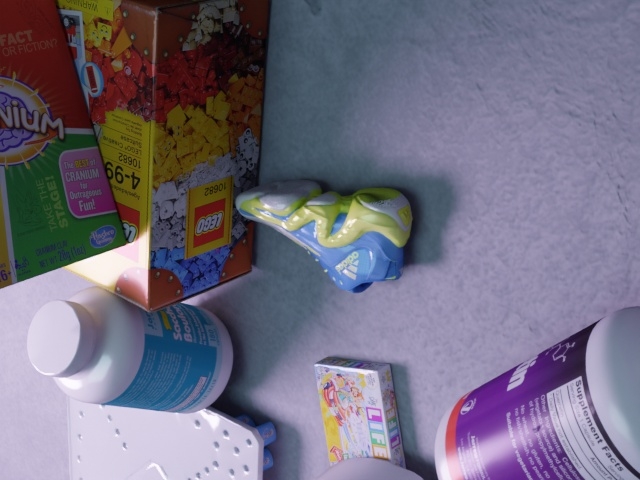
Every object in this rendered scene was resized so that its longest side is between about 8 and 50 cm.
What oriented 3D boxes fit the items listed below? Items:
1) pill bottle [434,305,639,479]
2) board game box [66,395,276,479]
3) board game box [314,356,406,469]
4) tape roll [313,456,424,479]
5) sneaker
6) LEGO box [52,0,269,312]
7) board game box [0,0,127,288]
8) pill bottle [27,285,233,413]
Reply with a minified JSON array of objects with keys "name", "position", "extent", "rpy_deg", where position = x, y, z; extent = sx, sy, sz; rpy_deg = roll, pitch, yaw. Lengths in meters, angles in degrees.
[{"name":"pill bottle","position":[0.273,0.181,1.272],"extent":[0.323,0.181,0.182],"rpy_deg":[-38,79,43]},{"name":"board game box","position":[-0.219,0.371,1.879],"extent":[0.389,0.050,0.390],"rpy_deg":[20,118,36]},{"name":"board game box","position":[0.049,0.223,1.597],"extent":[0.103,0.026,0.154],"rpy_deg":[1,106,42]},{"name":"tape roll","position":[0.070,0.410,1.575],"extent":[0.286,0.100,0.286],"rpy_deg":[21,125,32]},{"name":"sneaker","position":[0.000,0.000,1.518],"extent":[0.240,0.091,0.126],"rpy_deg":[7,110,40]},{"name":"LEGO box","position":[-0.315,-0.182,1.667],"extent":[0.500,0.193,0.373],"rpy_deg":[22,119,35]},{"name":"board game box","position":[-0.363,-0.111,1.433],"extent":[0.064,0.242,0.317],"rpy_deg":[-11,98,42]},{"name":"pill bottle","position":[-0.242,0.139,1.648],"extent":[0.146,0.264,0.146],"rpy_deg":[-8,75,33]}]
